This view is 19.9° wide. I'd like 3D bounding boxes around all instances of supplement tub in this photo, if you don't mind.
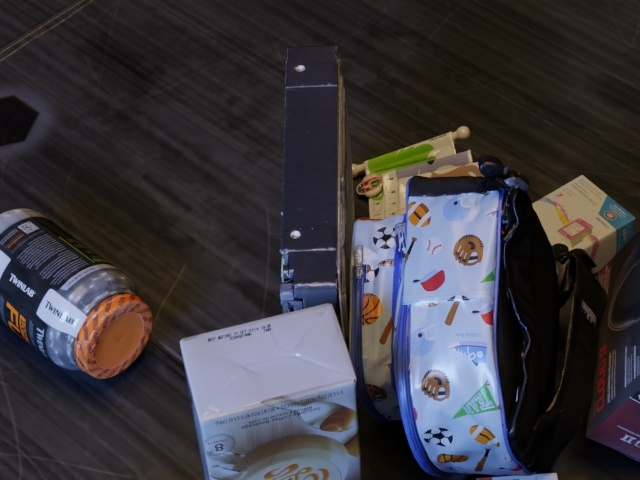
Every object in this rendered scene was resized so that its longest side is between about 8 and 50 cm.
[{"bbox_3d":[-0.269,0.056,1.872,0.190,0.117,0.117,33,57,32],"label":"supplement tub"}]

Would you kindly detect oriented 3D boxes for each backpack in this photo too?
[{"bbox_3d":[0.137,0.090,1.703,0.213,0.276,0.263,-12,64,21],"label":"backpack"}]

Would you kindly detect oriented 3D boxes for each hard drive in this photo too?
[{"bbox_3d":[0.000,0.000,1.820,0.064,0.237,0.339,-2,45,4],"label":"hard drive"}]

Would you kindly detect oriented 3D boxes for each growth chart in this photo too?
[{"bbox_3d":[0.119,-0.027,1.951,0.172,0.021,0.237,-23,45,14],"label":"growth chart"}]

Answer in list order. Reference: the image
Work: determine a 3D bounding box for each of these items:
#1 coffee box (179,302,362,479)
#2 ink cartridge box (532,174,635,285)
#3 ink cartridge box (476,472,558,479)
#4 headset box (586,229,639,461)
[{"bbox_3d":[-0.038,0.184,1.637,0.141,0.246,0.098,-13,48,-7],"label":"coffee box"},{"bbox_3d":[0.259,-0.003,1.927,0.122,0.052,0.088,-30,51,-20],"label":"ink cartridge box"},{"bbox_3d":[0.168,0.253,1.704,0.115,0.029,0.063,-4,46,1],"label":"ink cartridge box"},{"bbox_3d":[0.360,0.066,1.714,0.110,0.293,0.218,24,47,-13],"label":"headset box"}]
